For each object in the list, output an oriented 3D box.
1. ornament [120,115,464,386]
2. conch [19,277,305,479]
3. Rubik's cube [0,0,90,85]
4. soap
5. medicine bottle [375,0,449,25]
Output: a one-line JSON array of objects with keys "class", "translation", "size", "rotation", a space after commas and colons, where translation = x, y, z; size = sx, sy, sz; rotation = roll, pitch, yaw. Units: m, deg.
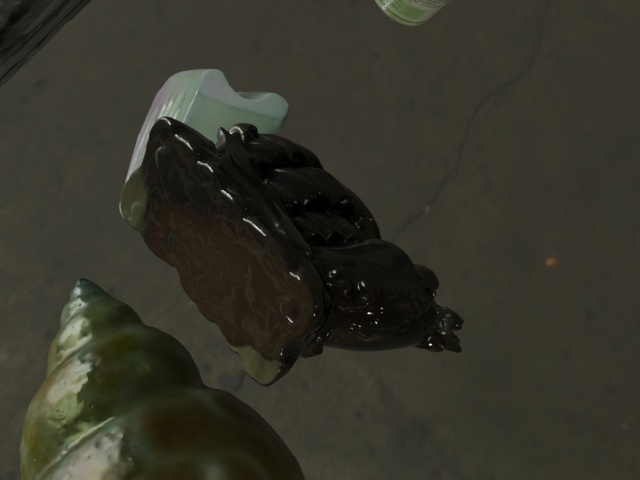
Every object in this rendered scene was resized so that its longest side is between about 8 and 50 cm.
[{"class": "ornament", "translation": [0.000, 0.000, 1.217], "size": [0.251, 0.260, 0.106], "rotation": [50, 123, 24]}, {"class": "conch", "translation": [-0.044, 0.114, 0.467], "size": [0.116, 0.106, 0.173], "rotation": [-43, 114, -22]}, {"class": "Rubik's cube", "translation": [-0.100, -0.181, 0.365], "size": [0.237, 0.238, 0.237], "rotation": [43, 125, -10]}, {"class": "soap", "translation": [-0.154, -0.099, 1.840], "size": [0.115, 0.347, 0.208], "rotation": [23, 90, -15]}, {"class": "medicine bottle", "translation": [0.130, -0.298, 1.525], "size": [0.086, 0.086, 0.183], "rotation": [42, 141, -8]}]
